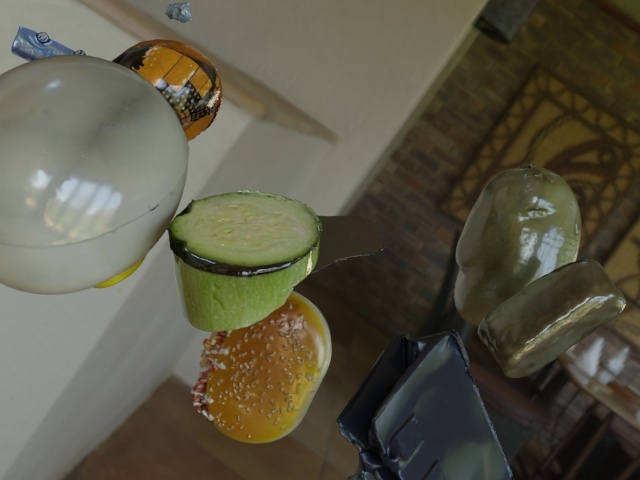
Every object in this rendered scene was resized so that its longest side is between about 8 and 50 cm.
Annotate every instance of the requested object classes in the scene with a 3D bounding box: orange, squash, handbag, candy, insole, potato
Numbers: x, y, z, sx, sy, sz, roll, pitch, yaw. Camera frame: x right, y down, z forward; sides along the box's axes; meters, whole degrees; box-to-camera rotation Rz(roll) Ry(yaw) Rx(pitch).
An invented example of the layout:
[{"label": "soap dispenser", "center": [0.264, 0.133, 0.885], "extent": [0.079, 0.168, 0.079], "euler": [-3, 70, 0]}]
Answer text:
[{"label": "orange", "center": [-0.286, -0.258, 1.668], "extent": [0.234, 0.235, 0.182], "euler": [10, 58, -75]}, {"label": "squash", "center": [-0.097, 0.025, 1.302], "extent": [0.220, 0.220, 0.133], "euler": [44, -32, 51]}, {"label": "handbag", "center": [0.144, 0.320, 1.346], "extent": [0.118, 0.269, 0.325], "euler": [-6, -64, 41]}, {"label": "candy", "center": [0.381, 0.127, 1.550], "extent": [0.102, 0.234, 0.104], "euler": [47, 8, -46]}, {"label": "insole", "center": [0.000, 0.000, 1.568], "extent": [0.328, 0.007, 0.111], "euler": [-8, 69, -48]}, {"label": "potato", "center": [0.380, 0.018, 1.802], "extent": [0.221, 0.326, 0.243], "euler": [18, 1, 27]}]

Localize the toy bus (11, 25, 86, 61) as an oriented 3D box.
[{"label": "toy bus", "center": [-0.467, -0.324, 1.656], "extent": [0.153, 0.061, 0.051], "euler": [26, -8, -16]}]

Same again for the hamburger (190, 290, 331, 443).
[{"label": "hamburger", "center": [-0.104, 0.224, 1.700], "extent": [0.227, 0.295, 0.151], "euler": [26, 5, 19]}]

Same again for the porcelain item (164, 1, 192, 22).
[{"label": "porcelain item", "center": [-0.253, -0.409, 1.682], "extent": [0.028, 0.036, 0.083], "euler": [-8, 16, -29]}]

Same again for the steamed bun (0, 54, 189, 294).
[{"label": "steamed bun", "center": [-0.360, -0.097, 1.328], "extent": [0.334, 0.334, 0.374], "euler": [35, 40, -1]}]
